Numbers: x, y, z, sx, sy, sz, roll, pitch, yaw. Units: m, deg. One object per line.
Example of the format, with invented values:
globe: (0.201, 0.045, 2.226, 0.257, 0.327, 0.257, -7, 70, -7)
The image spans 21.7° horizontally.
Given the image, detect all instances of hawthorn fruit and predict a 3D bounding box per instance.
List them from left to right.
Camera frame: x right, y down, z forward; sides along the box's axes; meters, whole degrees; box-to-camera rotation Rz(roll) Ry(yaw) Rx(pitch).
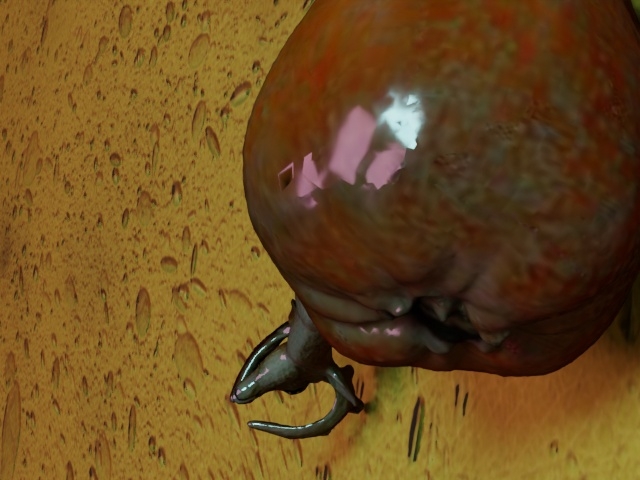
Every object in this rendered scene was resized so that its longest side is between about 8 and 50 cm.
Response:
hawthorn fruit: (0.076, -0.067, 0.820, 0.210, 0.211, 0.262, -49, 21, 54)

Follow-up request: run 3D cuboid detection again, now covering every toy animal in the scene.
toy animal: (0.016, 0.010, 1.018, 0.243, 0.087, 0.260, -59, -13, -5)
